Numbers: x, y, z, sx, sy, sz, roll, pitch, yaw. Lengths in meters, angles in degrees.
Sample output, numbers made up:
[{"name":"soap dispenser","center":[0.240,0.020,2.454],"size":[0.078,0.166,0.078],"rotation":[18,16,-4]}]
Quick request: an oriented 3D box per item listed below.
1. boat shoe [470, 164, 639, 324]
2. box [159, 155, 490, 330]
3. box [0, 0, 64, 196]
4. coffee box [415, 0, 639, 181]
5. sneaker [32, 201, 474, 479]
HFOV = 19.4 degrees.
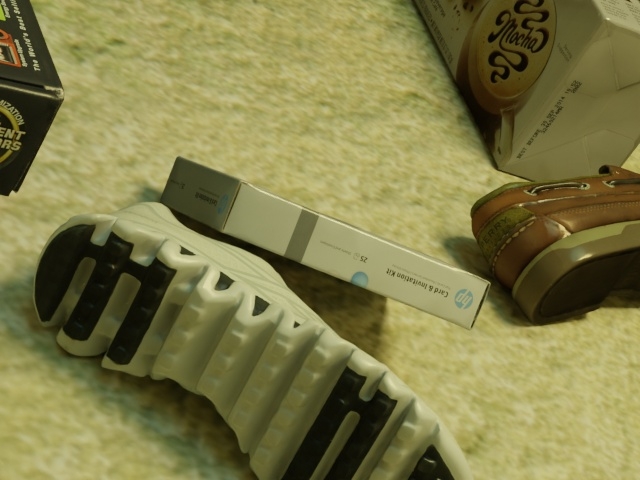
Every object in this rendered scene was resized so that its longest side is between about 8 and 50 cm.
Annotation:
[{"name":"boat shoe","center":[0.244,-0.015,1.499],"size":[0.307,0.111,0.104],"rotation":[-4,48,-48]},{"name":"box","center":[0.000,0.000,1.238],"size":[0.186,0.038,0.145],"rotation":[21,1,-22]},{"name":"box","center":[-0.360,-0.209,1.188],"size":[0.318,0.097,0.395],"rotation":[10,38,-32]},{"name":"coffee box","center":[0.200,-0.202,1.673],"size":[0.119,0.168,0.297],"rotation":[16,35,-30]},{"name":"sneaker","center":[-0.027,0.070,1.117],"size":[0.292,0.110,0.118],"rotation":[37,20,3]}]
